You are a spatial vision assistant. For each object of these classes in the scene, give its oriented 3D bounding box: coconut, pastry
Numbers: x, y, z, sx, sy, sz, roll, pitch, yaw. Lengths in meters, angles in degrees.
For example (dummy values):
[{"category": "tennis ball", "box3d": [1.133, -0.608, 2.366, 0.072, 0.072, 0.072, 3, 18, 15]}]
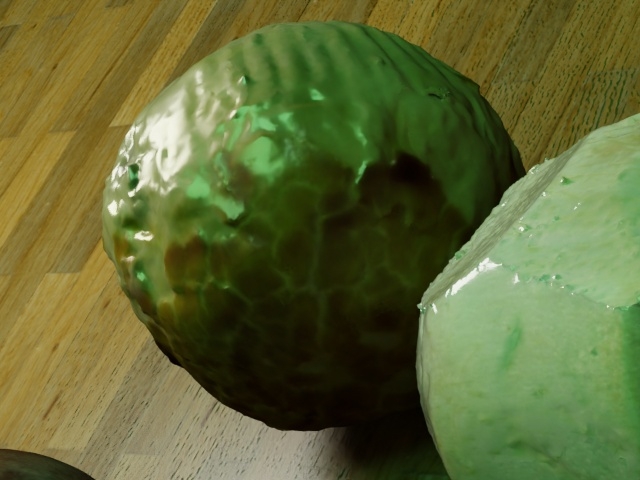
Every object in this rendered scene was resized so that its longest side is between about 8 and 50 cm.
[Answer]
[{"category": "coconut", "box3d": [0.281, 0.072, 1.323, 0.415, 0.344, 0.415, -28, 33, 20]}, {"category": "pastry", "box3d": [0.000, 0.000, 1.665, 0.388, 0.388, 0.312, -29, 52, 15]}]

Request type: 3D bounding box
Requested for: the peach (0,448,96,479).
[{"category": "peach", "box3d": [-0.281, 0.295, 1.612, 0.252, 0.252, 0.252, -25, 36, 20]}]
